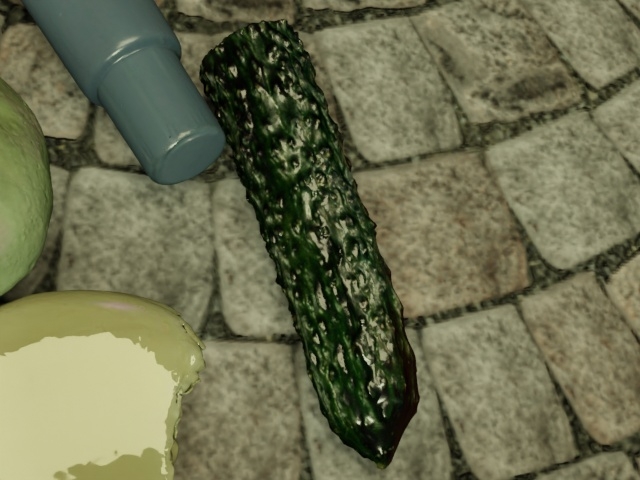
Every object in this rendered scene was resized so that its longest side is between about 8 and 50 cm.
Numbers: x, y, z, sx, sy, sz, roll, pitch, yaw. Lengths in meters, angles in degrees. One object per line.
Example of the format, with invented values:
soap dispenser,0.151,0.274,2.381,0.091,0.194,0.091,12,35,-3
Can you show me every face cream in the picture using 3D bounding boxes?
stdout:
face cream,-0.201,-0.212,0.991,0.135,0.086,0.385,-21,67,-31

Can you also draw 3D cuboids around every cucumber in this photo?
cucumber,0.000,0.000,0.928,0.096,0.096,0.359,-14,68,-17

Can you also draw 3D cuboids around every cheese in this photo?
cheese,-0.166,0.161,0.802,0.233,0.127,0.266,-3,67,-12

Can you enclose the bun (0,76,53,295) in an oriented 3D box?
bun,-0.327,-0.059,0.805,0.283,0.179,0.283,-3,45,3
